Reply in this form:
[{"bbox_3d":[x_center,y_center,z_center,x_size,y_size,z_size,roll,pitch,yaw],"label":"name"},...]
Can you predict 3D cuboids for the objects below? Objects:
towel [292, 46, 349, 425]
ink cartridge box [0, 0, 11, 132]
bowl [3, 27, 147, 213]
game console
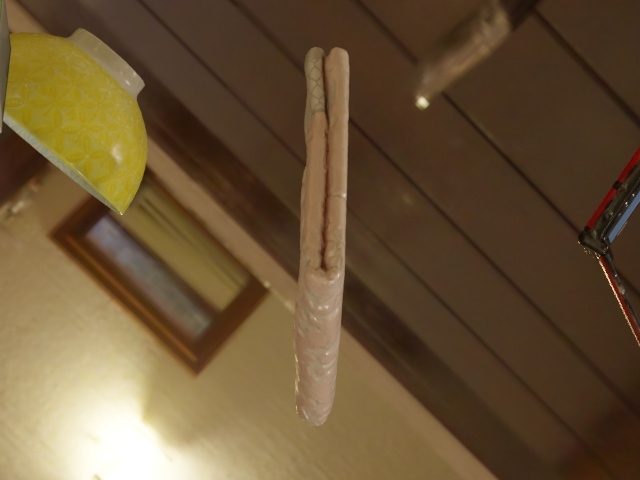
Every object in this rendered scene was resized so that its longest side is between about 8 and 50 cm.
[{"bbox_3d":[0.000,0.000,1.470,0.332,0.053,0.317,91,1,-57],"label":"towel"},{"bbox_3d":[-0.429,-0.186,1.321,0.154,0.212,0.093,-100,-169,-46],"label":"ink cartridge box"},{"bbox_3d":[-0.324,-0.184,1.713,0.156,0.289,0.289,-50,-172,-8],"label":"bowl"},{"bbox_3d":[0.212,0.007,0.823,0.124,0.085,0.144,-56,167,5],"label":"game console"}]
